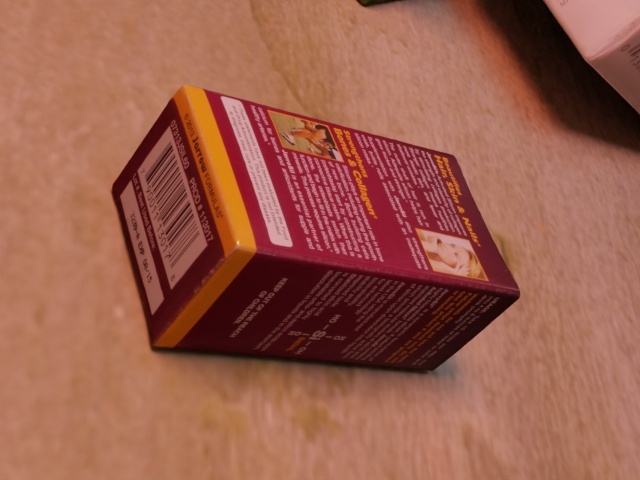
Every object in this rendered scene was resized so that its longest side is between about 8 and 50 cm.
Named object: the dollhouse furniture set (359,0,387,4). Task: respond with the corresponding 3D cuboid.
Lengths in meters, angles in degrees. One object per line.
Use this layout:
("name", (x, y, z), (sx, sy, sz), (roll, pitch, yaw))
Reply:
("dollhouse furniture set", (0.033, -0.375, 0.883), (0.301, 0.197, 0.151), (49, 36, 7))

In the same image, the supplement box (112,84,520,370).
("supplement box", (0.000, 0.000, 0.553), (0.188, 0.081, 0.104), (10, 46, -38))

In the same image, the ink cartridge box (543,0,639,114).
("ink cartridge box", (0.262, -0.279, 1.045), (0.308, 0.091, 0.385), (22, 39, -52))
